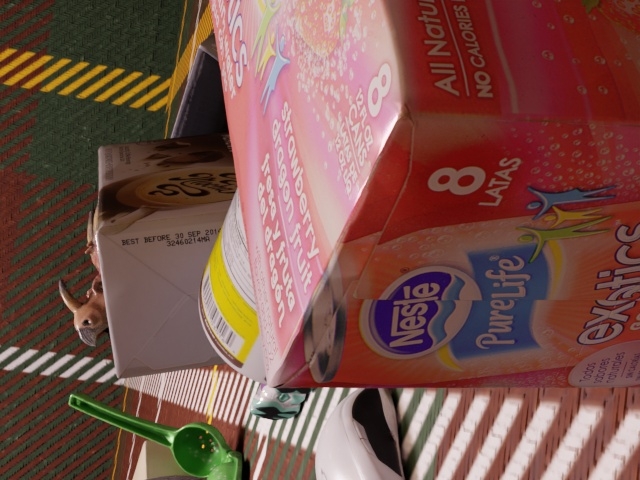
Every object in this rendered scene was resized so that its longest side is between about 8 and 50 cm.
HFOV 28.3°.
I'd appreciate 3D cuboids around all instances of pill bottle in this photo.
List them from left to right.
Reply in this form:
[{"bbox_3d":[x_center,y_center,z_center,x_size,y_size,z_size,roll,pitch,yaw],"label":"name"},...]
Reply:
[{"bbox_3d":[0.000,0.000,0.766,0.215,0.117,0.117,120,157,-58],"label":"pill bottle"}]

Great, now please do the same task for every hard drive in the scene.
[{"bbox_3d":[-0.106,-0.143,1.367,0.254,0.054,0.172,-63,-8,-75],"label":"hard drive"}]

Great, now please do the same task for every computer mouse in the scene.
[{"bbox_3d":[0.022,0.155,0.728,0.193,0.042,0.106,-100,21,-57],"label":"computer mouse"}]

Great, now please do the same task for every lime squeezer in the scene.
[{"bbox_3d":[-0.118,0.220,1.217,0.310,0.110,0.058,37,103,43],"label":"lime squeezer"}]

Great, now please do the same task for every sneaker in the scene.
[{"bbox_3d":[-0.028,0.101,1.024,0.098,0.038,0.069,133,147,-53],"label":"sneaker"}]

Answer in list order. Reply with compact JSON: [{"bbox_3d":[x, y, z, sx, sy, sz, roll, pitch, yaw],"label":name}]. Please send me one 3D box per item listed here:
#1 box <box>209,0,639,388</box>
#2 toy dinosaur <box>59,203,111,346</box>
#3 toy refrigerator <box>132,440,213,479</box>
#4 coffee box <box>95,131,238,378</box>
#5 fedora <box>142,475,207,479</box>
[{"bbox_3d":[0.046,-0.109,0.450,0.142,0.154,0.299,114,152,-51],"label":"box"},{"bbox_3d":[-0.164,-0.002,1.337,0.295,0.200,0.127,-108,29,-66],"label":"toy dinosaur"},{"bbox_3d":[-0.134,0.316,1.224,0.269,0.094,0.102,-110,35,-63],"label":"toy refrigerator"},{"bbox_3d":[-0.091,-0.003,1.026,0.297,0.168,0.118,-121,24,-73],"label":"coffee box"},{"bbox_3d":[-0.111,0.312,0.912,0.124,0.244,0.275,49,-138,-66],"label":"fedora"}]
